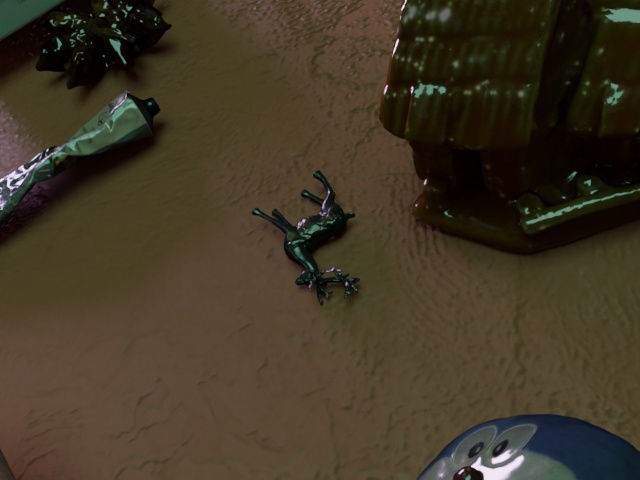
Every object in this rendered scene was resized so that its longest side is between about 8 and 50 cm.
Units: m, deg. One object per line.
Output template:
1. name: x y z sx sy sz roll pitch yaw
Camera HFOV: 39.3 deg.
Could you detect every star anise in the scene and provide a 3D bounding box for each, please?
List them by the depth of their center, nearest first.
1. star anise: -0.230 -0.222 0.954 0.168 0.057 0.168 -13 44 13

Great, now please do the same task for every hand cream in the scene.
1. hand cream: -0.258 -0.060 0.857 0.248 0.052 0.075 -38 31 -5

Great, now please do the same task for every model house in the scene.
1. model house: 0.173 -0.123 0.663 0.199 0.229 0.219 19 63 33

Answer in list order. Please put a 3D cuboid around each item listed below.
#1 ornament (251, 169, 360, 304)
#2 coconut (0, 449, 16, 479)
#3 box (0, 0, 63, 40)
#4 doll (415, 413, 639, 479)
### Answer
1. ornament: 0.000 0.000 0.745 0.073 0.028 0.125 -31 51 -6
2. coconut: -0.308 0.197 0.559 0.245 0.245 0.247 12 59 23
3. box: -0.316 -0.306 0.997 0.269 0.079 0.135 -37 31 -12
4. doll: 0.105 0.216 0.471 0.228 0.154 0.258 -21 53 49
